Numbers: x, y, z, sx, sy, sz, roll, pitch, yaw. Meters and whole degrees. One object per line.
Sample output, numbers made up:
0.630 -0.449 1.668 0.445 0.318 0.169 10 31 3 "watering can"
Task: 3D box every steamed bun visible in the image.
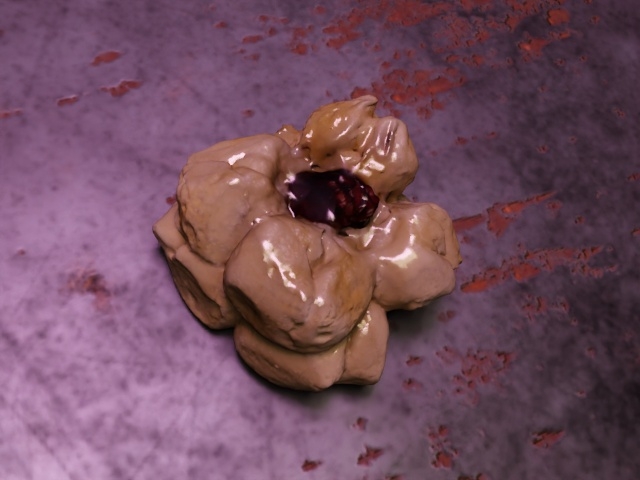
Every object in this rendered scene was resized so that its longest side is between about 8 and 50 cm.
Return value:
0.000 0.000 0.562 0.177 0.106 0.192 -26 76 -21 "steamed bun"
